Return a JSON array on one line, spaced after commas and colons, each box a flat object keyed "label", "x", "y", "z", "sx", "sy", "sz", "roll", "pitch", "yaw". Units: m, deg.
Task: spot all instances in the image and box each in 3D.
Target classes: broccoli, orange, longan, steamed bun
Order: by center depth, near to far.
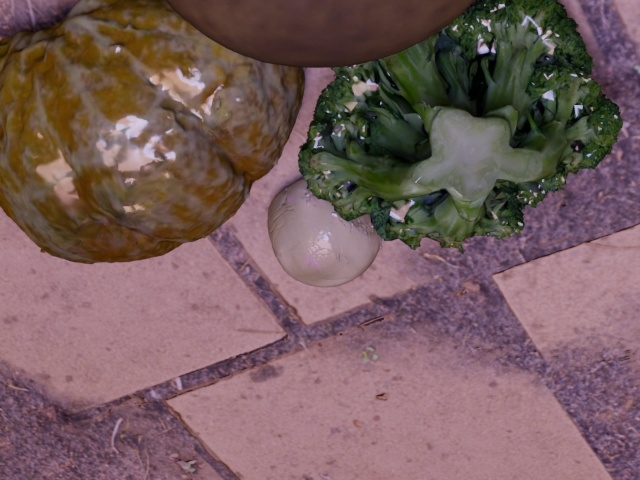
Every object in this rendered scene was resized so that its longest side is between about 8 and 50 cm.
[{"label": "longan", "x": -0.001, "y": -0.284, "z": 0.930, "sx": 0.318, "sy": 0.319, "sz": 0.319, "roll": 5, "pitch": 130, "yaw": 6}, {"label": "broccoli", "x": 0.122, "y": -0.105, "z": 1.105, "sx": 0.294, "sy": 0.245, "sz": 0.265, "roll": -22, "pitch": 106, "yaw": -3}, {"label": "orange", "x": -0.200, "y": -0.098, "z": 1.184, "sx": 0.368, "sy": 0.210, "sz": 0.271, "roll": -22, "pitch": 125, "yaw": 28}, {"label": "steamed bun", "x": 0.000, "y": 0.000, "z": 1.302, "sx": 0.130, "sy": 0.091, "sz": 0.112, "roll": 40, "pitch": 127, "yaw": -23}]
